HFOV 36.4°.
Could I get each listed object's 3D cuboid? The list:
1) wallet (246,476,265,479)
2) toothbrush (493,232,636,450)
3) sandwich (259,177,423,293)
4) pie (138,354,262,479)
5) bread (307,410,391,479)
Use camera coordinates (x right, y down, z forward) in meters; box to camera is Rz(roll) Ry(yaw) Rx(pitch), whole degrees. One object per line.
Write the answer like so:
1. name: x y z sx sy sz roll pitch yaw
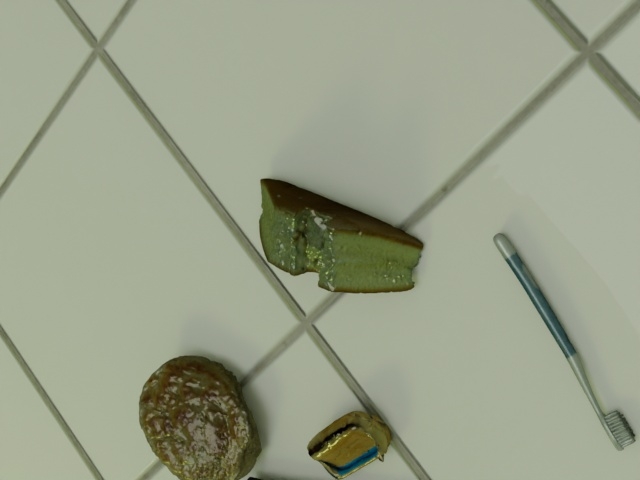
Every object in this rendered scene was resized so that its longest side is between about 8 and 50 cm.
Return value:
1. wallet: 0.021 0.396 1.298 0.286 0.030 0.145 -1 105 30
2. toothbrush: 0.272 0.109 1.088 0.025 0.019 0.275 -33 82 27
3. sandwich: 0.000 0.000 1.195 0.245 0.088 0.090 22 114 27
4. pie: -0.163 0.252 1.357 0.163 0.079 0.193 -42 77 23
5. bread: 0.038 0.258 1.248 0.072 0.053 0.106 44 125 -10
